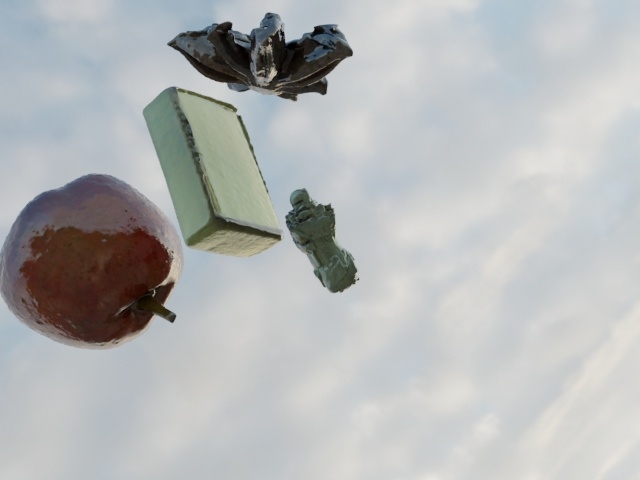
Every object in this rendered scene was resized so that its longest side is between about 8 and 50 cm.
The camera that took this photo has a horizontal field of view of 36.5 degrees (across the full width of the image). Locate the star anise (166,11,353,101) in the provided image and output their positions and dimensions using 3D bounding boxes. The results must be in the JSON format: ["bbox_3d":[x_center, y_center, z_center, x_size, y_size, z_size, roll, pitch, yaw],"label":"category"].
[{"bbox_3d":[-0.075,-0.271,1.409,0.198,0.257,0.111,20,-104,-37],"label":"star anise"}]

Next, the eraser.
[{"bbox_3d":[-0.113,-0.070,1.022,0.058,0.172,0.117,-33,-24,27],"label":"eraser"}]

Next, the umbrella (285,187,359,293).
[{"bbox_3d":[0.000,0.000,1.238,0.067,0.062,0.143,-25,-87,16],"label":"umbrella"}]

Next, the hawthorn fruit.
[{"bbox_3d":[-0.350,0.052,1.579,0.287,0.330,0.287,-40,-35,-35],"label":"hawthorn fruit"}]
